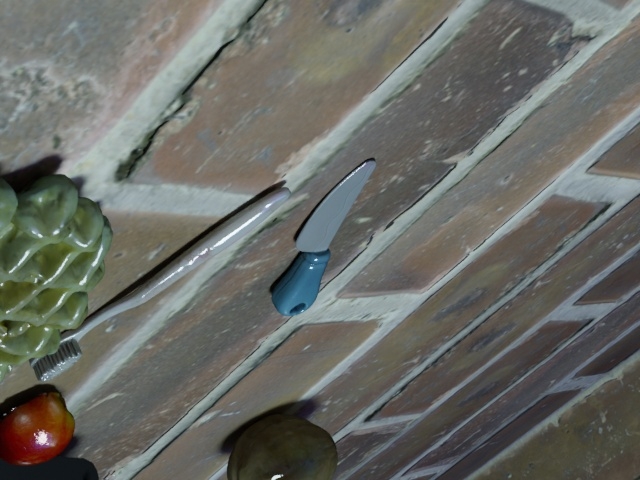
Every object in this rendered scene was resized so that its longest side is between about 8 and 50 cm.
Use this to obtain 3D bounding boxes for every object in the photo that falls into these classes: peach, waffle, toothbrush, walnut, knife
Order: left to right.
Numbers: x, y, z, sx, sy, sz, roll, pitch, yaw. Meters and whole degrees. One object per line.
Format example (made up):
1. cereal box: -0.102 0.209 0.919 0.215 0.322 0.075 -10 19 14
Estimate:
1. waffle: -0.307 0.058 0.969 0.309 0.056 0.292 -17 155 -30
2. peach: -0.298 0.201 1.278 0.098 0.061 0.098 -32 165 -10
3. toothbrush: -0.152 0.042 1.170 0.307 0.030 0.025 -35 150 8
4. walnut: -0.054 0.315 1.744 0.162 0.140 0.140 -31 161 -29
5. knife: -0.002 0.001 1.286 0.058 0.032 0.244 -9 146 -27

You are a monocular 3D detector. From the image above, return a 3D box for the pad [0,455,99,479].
1. pad: -0.407 0.365 1.283 0.063 0.315 0.375 8 172 35
